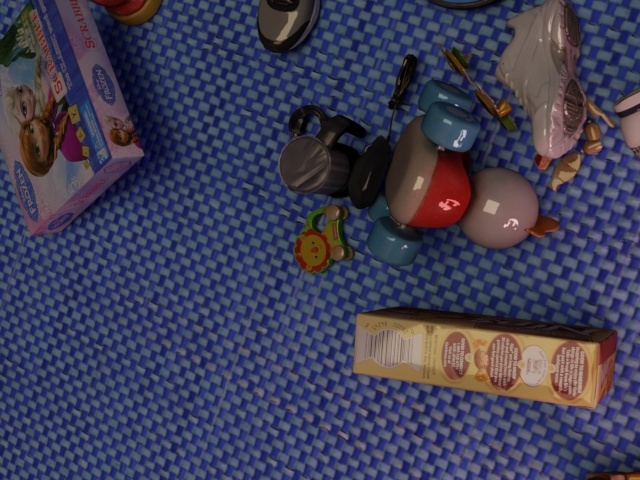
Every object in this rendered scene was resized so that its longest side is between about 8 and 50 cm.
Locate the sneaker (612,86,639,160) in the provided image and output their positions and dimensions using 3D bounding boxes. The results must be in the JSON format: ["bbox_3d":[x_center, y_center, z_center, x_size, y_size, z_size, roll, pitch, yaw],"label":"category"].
[{"bbox_3d":[0.501,-0.184,1.203,0.235,0.090,0.094,-23,93,26],"label":"sneaker"}]

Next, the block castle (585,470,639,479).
[{"bbox_3d":[0.414,0.380,1.034,0.303,0.453,0.212,-7,80,23],"label":"block castle"}]

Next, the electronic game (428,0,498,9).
[{"bbox_3d":[0.213,-0.445,1.342,0.229,0.048,0.229,0,89,24],"label":"electronic game"}]

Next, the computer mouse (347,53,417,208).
[{"bbox_3d":[0.087,-0.161,1.364,0.041,0.071,0.242,20,81,-7],"label":"computer mouse"}]

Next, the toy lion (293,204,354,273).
[{"bbox_3d":[0.000,0.000,1.445,0.096,0.034,0.100,-9,86,31],"label":"toy lion"}]

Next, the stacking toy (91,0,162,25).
[{"bbox_3d":[-0.342,-0.549,1.543,0.279,0.130,0.309,-44,74,18],"label":"stacking toy"}]

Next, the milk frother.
[{"bbox_3d":[-0.016,-0.136,1.393,0.143,0.135,0.129,19,97,23],"label":"milk frother"}]

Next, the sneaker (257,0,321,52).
[{"bbox_3d":[-0.046,-0.421,1.425,0.100,0.108,0.271,18,98,21],"label":"sneaker"}]

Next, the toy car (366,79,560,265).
[{"bbox_3d":[0.213,-0.064,1.295,0.238,0.210,0.219,22,114,-6],"label":"toy car"}]

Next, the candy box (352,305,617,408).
[{"bbox_3d":[0.223,0.149,1.259,0.316,0.183,0.087,6,93,24],"label":"candy box"}]

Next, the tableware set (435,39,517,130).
[{"bbox_3d":[0.223,-0.219,1.314,0.024,0.104,0.154,-38,54,6],"label":"tableware set"}]

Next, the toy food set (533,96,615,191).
[{"bbox_3d":[0.343,-0.134,1.297,0.122,0.019,0.078,-46,73,17],"label":"toy food set"}]

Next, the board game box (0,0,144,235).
[{"bbox_3d":[-0.442,-0.212,1.556,0.318,0.066,0.318,-32,75,45],"label":"board game box"}]

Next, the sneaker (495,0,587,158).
[{"bbox_3d":[0.295,-0.214,1.282,0.115,0.090,0.232,-10,65,38],"label":"sneaker"}]
